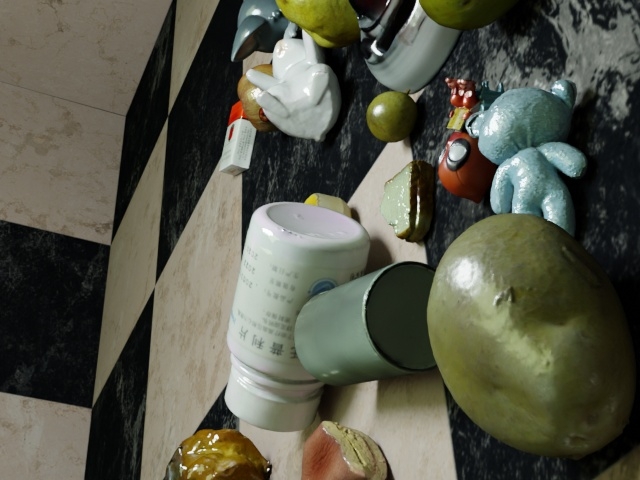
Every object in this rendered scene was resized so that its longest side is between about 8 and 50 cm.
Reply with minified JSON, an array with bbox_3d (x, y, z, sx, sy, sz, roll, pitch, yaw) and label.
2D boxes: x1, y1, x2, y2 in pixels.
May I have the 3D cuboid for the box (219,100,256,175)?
[{"bbox_3d":[-0.172,-0.222,2.246,0.100,0.048,0.152,-13,62,66],"label":"box"}]

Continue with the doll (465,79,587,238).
[{"bbox_3d":[0.218,-0.070,1.052,0.120,0.075,0.180,-18,74,23],"label":"doll"}]

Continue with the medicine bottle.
[{"bbox_3d":[-0.041,0.105,1.452,0.170,0.170,0.293,-120,41,-63],"label":"medicine bottle"}]

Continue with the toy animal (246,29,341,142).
[{"bbox_3d":[-0.042,-0.291,1.786,0.140,0.138,0.282,-28,44,16],"label":"toy animal"}]

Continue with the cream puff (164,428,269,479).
[{"bbox_3d":[-0.179,0.408,1.658,0.269,0.154,0.241,129,150,-53],"label":"cream puff"}]

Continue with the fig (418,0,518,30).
[{"bbox_3d":[0.194,-0.333,1.211,0.186,0.148,0.142,-20,31,21],"label":"fig"}]

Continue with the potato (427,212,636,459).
[{"bbox_3d":[0.180,0.082,0.906,0.235,0.160,0.178,55,168,48],"label":"potato"}]

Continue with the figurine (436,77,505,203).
[{"bbox_3d":[0.172,-0.112,1.183,0.068,0.075,0.140,-158,72,-69],"label":"figurine"}]

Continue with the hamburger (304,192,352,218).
[{"bbox_3d":[0.000,0.000,1.563,0.126,0.081,0.141,-47,22,50],"label":"hamburger"}]

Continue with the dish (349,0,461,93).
[{"bbox_3d":[0.101,-0.351,1.455,0.273,0.133,0.273,-167,90,-70],"label":"dish"}]

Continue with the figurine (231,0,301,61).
[{"bbox_3d":[-0.069,-0.440,1.921,0.193,0.140,0.265,-82,12,-45],"label":"figurine"}]

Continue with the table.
[{"bbox_3d":[0.063,0.104,1.246,0.220,0.126,0.126,153,129,-64],"label":"table"}]

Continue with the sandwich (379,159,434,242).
[{"bbox_3d":[0.111,-0.041,1.349,0.093,0.035,0.105,133,144,-52],"label":"sandwich"}]

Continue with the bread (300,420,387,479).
[{"bbox_3d":[0.025,0.288,1.307,0.192,0.067,0.119,127,142,-50],"label":"bread"}]

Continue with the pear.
[{"bbox_3d":[0.019,-0.405,1.644,0.200,0.200,0.200,-166,90,-71],"label":"pear"}]

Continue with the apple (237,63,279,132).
[{"bbox_3d":[-0.096,-0.267,1.958,0.102,0.126,0.126,-24,39,11],"label":"apple"}]

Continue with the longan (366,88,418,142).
[{"bbox_3d":[0.101,-0.175,1.434,0.083,0.075,0.075,-58,13,-22],"label":"longan"}]
